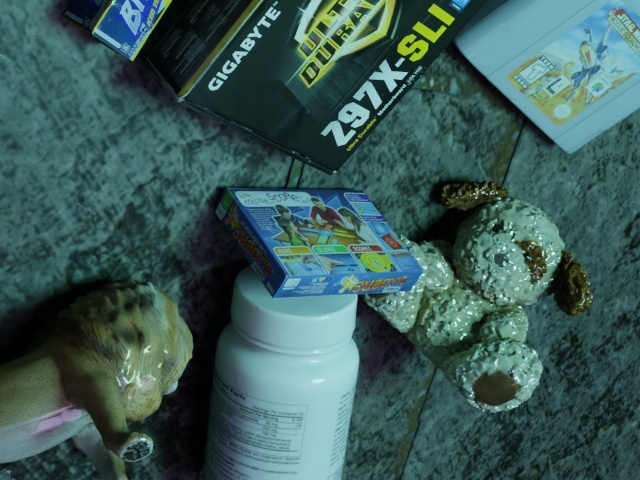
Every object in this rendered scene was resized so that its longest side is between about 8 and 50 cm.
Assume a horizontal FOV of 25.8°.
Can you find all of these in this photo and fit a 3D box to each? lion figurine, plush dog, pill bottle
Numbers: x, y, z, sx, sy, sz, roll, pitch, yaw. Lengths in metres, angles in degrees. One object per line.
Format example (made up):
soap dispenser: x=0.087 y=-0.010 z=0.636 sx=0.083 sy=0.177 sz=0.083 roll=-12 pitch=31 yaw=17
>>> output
lion figurine: x=-0.293 y=0.170 z=1.323 sx=0.392 sy=0.240 sz=0.142 roll=-16 pitch=136 yaw=-18
plush dog: x=0.199 y=0.053 z=1.694 sx=0.225 sy=0.262 sz=0.210 roll=-47 pitch=171 yaw=3
pill bottle: x=-0.043 y=0.175 z=1.558 sx=0.160 sy=0.160 sz=0.283 roll=-13 pitch=123 yaw=-37

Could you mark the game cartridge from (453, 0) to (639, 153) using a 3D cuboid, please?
game cartridge: x=0.307 y=-0.226 z=1.659 sx=0.198 sy=0.062 sz=0.297 roll=-32 pitch=142 yaw=22

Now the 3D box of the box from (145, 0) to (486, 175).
box: x=0.024 y=-0.234 z=1.367 sx=0.322 sy=0.079 sz=0.257 roll=-48 pitch=145 yaw=14

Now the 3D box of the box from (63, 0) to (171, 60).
box: x=-0.158 y=-0.253 z=1.272 sx=0.059 sy=0.054 sz=0.169 roll=32 pitch=90 yaw=-48

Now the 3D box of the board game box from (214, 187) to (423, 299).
board game box: x=0.000 y=0.000 z=1.509 sx=0.201 sy=0.136 sz=0.035 roll=0 pitch=134 yaw=-42
